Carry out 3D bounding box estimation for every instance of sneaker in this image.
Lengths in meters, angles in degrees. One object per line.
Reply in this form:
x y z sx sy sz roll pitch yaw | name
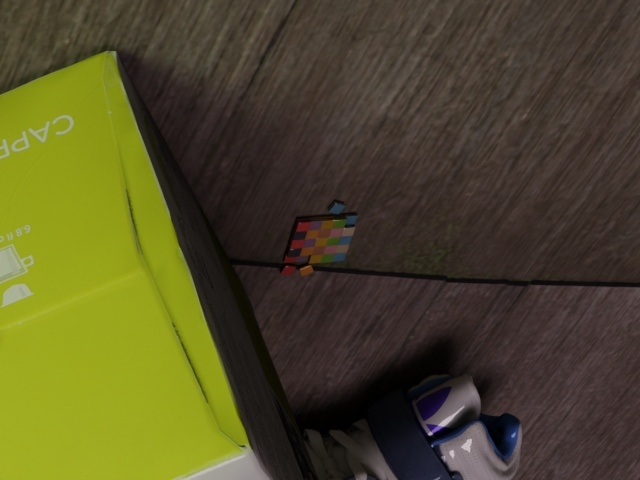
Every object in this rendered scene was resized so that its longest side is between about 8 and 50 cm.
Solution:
0.023 0.180 1.613 0.323 0.130 0.236 20 118 -36 | sneaker

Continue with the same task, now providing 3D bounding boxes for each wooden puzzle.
0.000 0.000 1.459 0.049 0.006 0.083 -5 140 -21 | wooden puzzle

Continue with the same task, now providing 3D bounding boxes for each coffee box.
-0.196 0.144 1.269 0.337 0.338 0.334 -23 143 2 | coffee box
